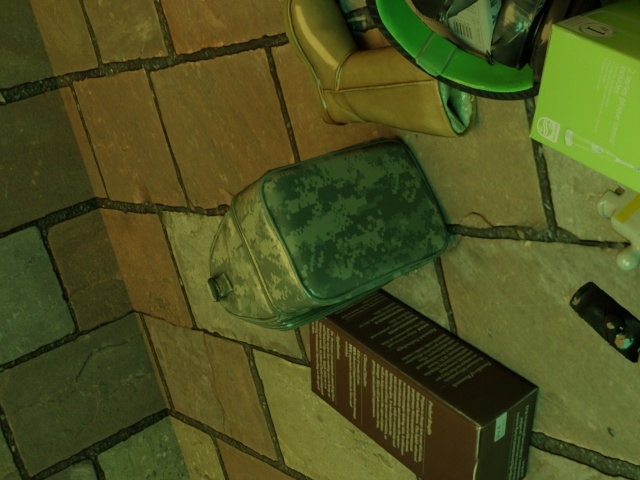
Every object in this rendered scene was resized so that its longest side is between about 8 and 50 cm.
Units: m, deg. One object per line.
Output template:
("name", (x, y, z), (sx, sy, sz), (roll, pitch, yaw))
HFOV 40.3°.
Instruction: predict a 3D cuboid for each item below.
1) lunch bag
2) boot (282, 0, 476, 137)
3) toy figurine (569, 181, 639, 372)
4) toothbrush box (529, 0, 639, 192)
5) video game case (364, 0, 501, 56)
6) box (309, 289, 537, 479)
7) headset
("lunch bag", (0.000, 0.000, 1.306), (0.256, 0.305, 0.212), (-28, 84, 54))
("boot", (0.081, -0.260, 1.215), (0.269, 0.089, 0.236), (12, 132, 52))
("toy figurine", (0.376, 0.030, 0.859), (0.148, 0.213, 0.209), (50, 145, 47))
("toothbrush box", (0.368, -0.116, 0.778), (0.283, 0.206, 0.122), (38, 138, 37))
("video game case", (0.081, -0.401, 1.067), (0.329, 0.036, 0.300), (37, 160, 37))
("box", (0.150, 0.238, 1.399), (0.381, 0.143, 0.191), (34, 136, 42))
("headset", (0.168, -0.244, 0.888), (0.243, 0.185, 0.394), (32, 162, -5))
